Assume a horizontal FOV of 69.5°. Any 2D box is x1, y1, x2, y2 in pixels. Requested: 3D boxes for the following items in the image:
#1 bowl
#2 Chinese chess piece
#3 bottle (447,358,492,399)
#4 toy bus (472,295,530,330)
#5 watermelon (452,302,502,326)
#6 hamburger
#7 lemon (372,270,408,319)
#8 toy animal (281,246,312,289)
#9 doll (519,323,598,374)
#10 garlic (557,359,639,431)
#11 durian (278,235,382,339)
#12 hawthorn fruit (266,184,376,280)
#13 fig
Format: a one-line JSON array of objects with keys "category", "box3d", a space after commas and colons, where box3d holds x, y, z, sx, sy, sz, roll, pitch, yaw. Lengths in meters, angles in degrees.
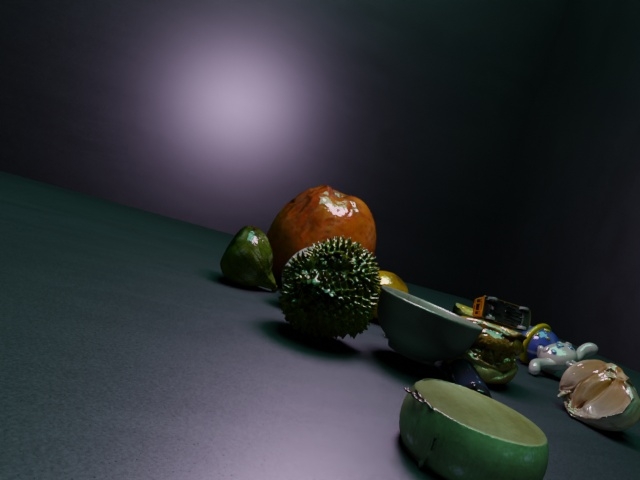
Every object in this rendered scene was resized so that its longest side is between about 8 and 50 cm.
[{"category": "bowl", "box3d": [0.266, 0.239, 1.226, 0.289, 0.146, 0.289, 23, 2, -1]}, {"category": "Chinese chess piece", "box3d": [0.235, 0.308, 0.737, 0.237, 0.093, 0.238, 18, 4, -1]}, {"category": "bottle", "box3d": [0.339, 0.337, 1.049, 0.072, 0.082, 0.244, -27, -5, 8]}, {"category": "toy bus", "box3d": [0.536, 0.218, 1.363, 0.162, 0.070, 0.074, 18, -16, -11]}, {"category": "watermelon", "box3d": [0.663, 0.357, 1.995, 0.203, 0.128, 0.232, 15, 5, -32]}, {"category": "hamburger", "box3d": [0.469, 0.317, 1.348, 0.244, 0.163, 0.244, 15, -5, 1]}, {"category": "lemon", "box3d": [0.229, 0.205, 1.711, 0.188, 0.189, 0.256, 19, 2, 35]}, {"category": "toy animal", "box3d": [-0.015, 0.125, 1.515, 0.212, 0.213, 0.267, 18, 1, 3]}, {"category": "doll", "box3d": [0.830, 0.433, 1.724, 0.310, 0.160, 0.242, -13, 34, -34]}, {"category": "garlic", "box3d": [0.757, 0.430, 1.241, 0.143, 0.178, 0.229, 48, 14, -16]}, {"category": "durian", "box3d": [0.028, 0.136, 1.196, 0.290, 0.291, 0.225, 18, -37, 11]}, {"category": "hawthorn fruit", "box3d": [0.000, 0.000, 1.855, 0.470, 0.473, 0.472, 17, 3, -1]}, {"category": "fig", "box3d": [-0.216, 0.081, 1.577, 0.235, 0.203, 0.203, 39, -2, -12]}]
